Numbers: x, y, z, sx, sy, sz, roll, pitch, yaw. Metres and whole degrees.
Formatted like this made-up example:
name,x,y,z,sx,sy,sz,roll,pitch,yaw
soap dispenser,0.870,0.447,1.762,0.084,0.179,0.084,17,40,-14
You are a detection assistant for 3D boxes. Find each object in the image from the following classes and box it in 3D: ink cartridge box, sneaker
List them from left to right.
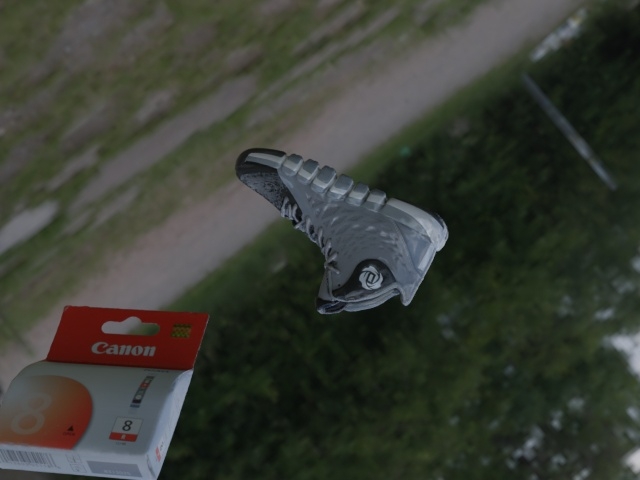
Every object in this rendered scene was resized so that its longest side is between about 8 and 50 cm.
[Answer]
name,x,y,z,sx,sy,sz,roll,pitch,yaw
ink cartridge box,-0.185,0.117,1.268,0.045,0.145,0.179,75,23,-48
sneaker,0.000,0.000,1.470,0.086,0.228,0.132,56,57,-73
